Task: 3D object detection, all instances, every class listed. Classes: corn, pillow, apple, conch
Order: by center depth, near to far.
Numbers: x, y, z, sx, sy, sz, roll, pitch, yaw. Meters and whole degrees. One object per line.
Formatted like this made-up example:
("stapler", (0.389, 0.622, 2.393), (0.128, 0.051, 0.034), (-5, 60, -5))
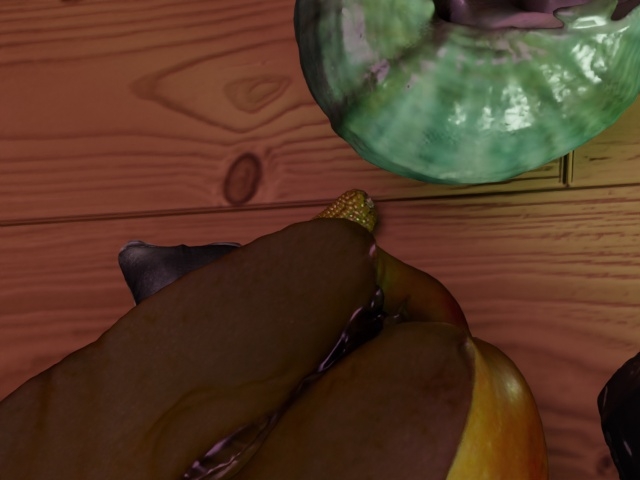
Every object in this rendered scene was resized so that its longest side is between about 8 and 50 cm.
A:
("apple", (-0.046, 0.163, 1.066), (0.365, 0.295, 0.329), (-41, 81, -1))
("conch", (0.084, -0.140, 1.221), (0.277, 0.195, 0.220), (8, 47, 49))
("corn", (0.000, 0.000, 1.260), (0.092, 0.037, 0.037), (-33, 59, 4))
("pillow", (-0.094, 0.060, 1.260), (0.091, 0.055, 0.136), (-11, 65, 15))

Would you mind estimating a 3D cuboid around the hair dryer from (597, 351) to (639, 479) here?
("hair dryer", (0.183, 0.262, 1.052), (0.359, 0.120, 0.304), (-39, 72, 14))
